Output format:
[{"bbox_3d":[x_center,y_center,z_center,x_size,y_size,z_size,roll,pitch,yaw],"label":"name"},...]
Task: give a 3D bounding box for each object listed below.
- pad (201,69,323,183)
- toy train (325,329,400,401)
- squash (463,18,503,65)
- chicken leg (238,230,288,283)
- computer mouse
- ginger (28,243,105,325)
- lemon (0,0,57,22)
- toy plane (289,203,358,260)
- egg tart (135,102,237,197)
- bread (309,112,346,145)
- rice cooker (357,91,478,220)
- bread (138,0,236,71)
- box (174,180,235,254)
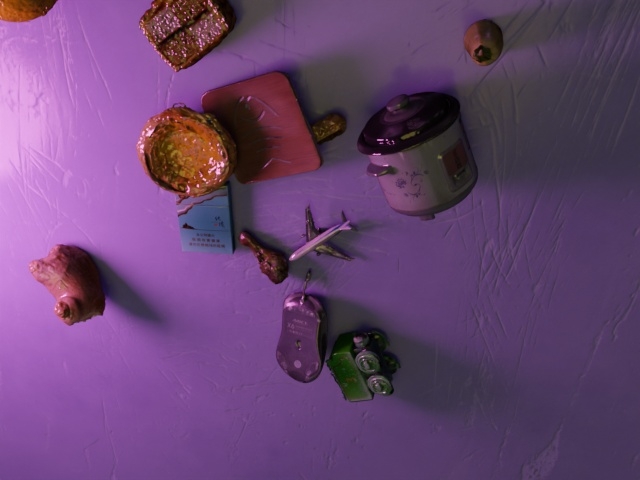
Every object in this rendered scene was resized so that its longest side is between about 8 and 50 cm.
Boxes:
[{"bbox_3d":[-0.160,-0.293,1.776,0.286,0.018,0.284,-9,119,28],"label":"pad"},{"bbox_3d":[0.135,0.398,2.114,0.188,0.132,0.243,-12,118,24],"label":"toy train"},{"bbox_3d":[0.371,-0.442,1.529,0.094,0.224,0.094,7,119,12],"label":"squash"},{"bbox_3d":[-0.168,0.044,1.989,0.198,0.069,0.085,47,140,-11],"label":"chicken leg"},{"bbox_3d":[-0.043,0.267,2.082,0.167,0.090,0.380,15,109,23],"label":"computer mouse"},{"bbox_3d":[-0.777,0.147,2.058,0.130,0.221,0.275,-29,121,33],"label":"ginger"},{"bbox_3d":[-0.747,-0.649,1.550,0.310,0.258,0.258,21,121,-8],"label":"lemon"},{"bbox_3d":[0.002,-0.003,1.935,0.226,0.058,0.226,-28,116,26],"label":"toy plane"},{"bbox_3d":[-0.360,-0.255,1.816,0.290,0.107,0.291,3,125,4],"label":"egg tart"},{"bbox_3d":[0.019,-0.295,1.760,0.110,0.060,0.066,-26,127,18],"label":"bread"},{"bbox_3d":[0.245,-0.225,1.655,0.316,0.264,0.317,-9,108,-29],"label":"rice cooker"},{"bbox_3d":[-0.329,-0.541,1.644,0.222,0.096,0.181,-32,111,26],"label":"bread"},{"bbox_3d":[-0.339,-0.069,1.954,0.161,0.041,0.229,4,121,6],"label":"box"}]
